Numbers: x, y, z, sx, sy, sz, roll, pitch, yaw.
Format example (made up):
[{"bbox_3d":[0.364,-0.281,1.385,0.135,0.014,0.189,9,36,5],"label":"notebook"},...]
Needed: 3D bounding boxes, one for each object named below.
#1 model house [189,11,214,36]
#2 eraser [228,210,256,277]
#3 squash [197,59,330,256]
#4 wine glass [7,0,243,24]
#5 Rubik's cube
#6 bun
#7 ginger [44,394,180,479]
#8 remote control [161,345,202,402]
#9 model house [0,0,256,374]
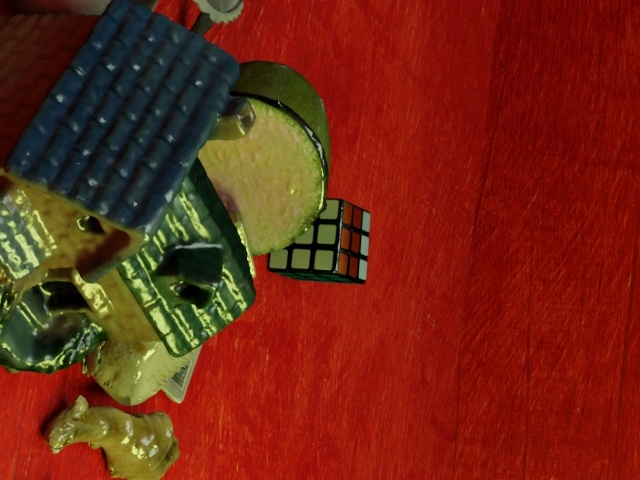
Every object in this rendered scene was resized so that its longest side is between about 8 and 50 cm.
[{"bbox_3d":[-0.218,-0.485,2.113,0.278,0.218,0.205,-57,-162,4],"label":"model house"},{"bbox_3d":[-0.204,0.028,2.083,0.058,0.172,0.117,-110,-173,-61],"label":"eraser"},{"bbox_3d":[-0.105,-0.174,2.192,0.309,0.310,0.310,-65,147,-61],"label":"squash"},{"bbox_3d":[-0.280,-0.396,1.723,0.238,0.323,0.238,-3,90,-65],"label":"wine glass"},{"bbox_3d":[0.000,0.000,2.536,0.160,0.162,0.163,21,71,-63],"label":"Rubik's cube"},{"bbox_3d":[-0.278,0.147,1.939,0.239,0.141,0.239,-49,163,-20],"label":"bun"},{"bbox_3d":[-0.331,0.319,1.942,0.294,0.086,0.131,25,92,-54],"label":"ginger"},{"bbox_3d":[-0.234,0.123,2.173,0.109,0.055,0.313,60,43,-59],"label":"remote control"},{"bbox_3d":[-0.281,-0.042,1.653,0.395,0.400,0.445,-69,150,-41],"label":"model house"}]
